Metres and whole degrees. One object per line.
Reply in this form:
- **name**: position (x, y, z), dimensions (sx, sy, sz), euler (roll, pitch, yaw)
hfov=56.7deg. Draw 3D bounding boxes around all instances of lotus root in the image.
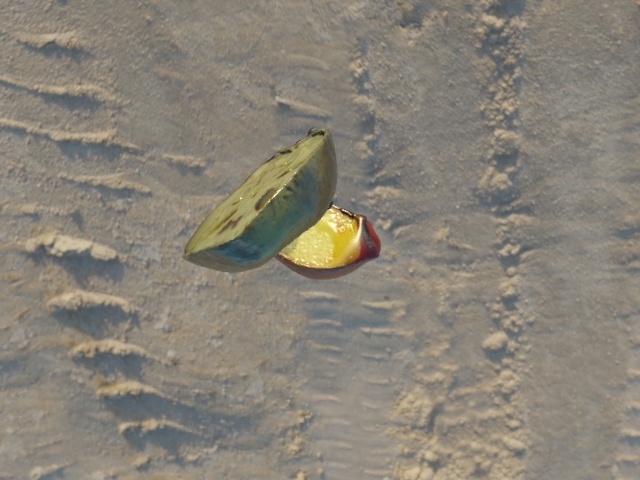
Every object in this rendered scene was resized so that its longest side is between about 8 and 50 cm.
- **lotus root**: position (-0.049, -0.029, 0.634), dimensions (0.203, 0.183, 0.078), euler (-45, 109, -6)

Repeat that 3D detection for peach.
- **peach**: position (0.000, 0.000, 1.187), dimensions (0.267, 0.154, 0.159), euler (23, 87, 19)
